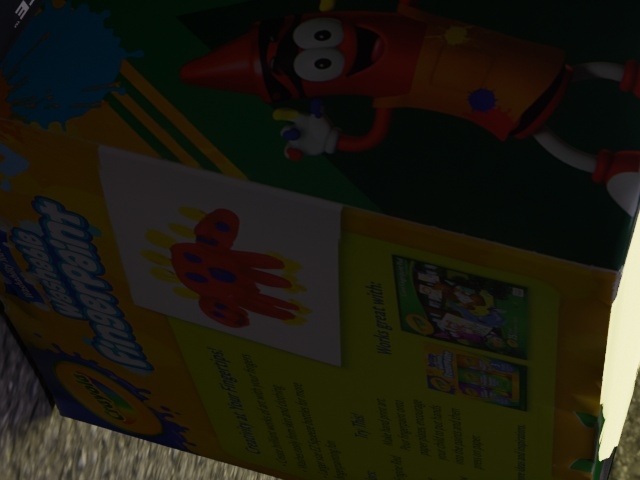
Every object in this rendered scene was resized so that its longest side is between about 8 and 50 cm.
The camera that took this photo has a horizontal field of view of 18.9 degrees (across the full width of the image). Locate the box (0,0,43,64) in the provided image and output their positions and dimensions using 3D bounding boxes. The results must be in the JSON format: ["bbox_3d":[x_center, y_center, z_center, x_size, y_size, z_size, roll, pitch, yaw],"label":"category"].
[{"bbox_3d":[-0.179,-0.110,0.789,0.220,0.051,0.175,-57,164,-9],"label":"box"}]

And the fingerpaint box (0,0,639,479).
[{"bbox_3d":[0.000,0.000,1.094,0.445,0.371,0.163,77,29,-63],"label":"fingerpaint box"}]
